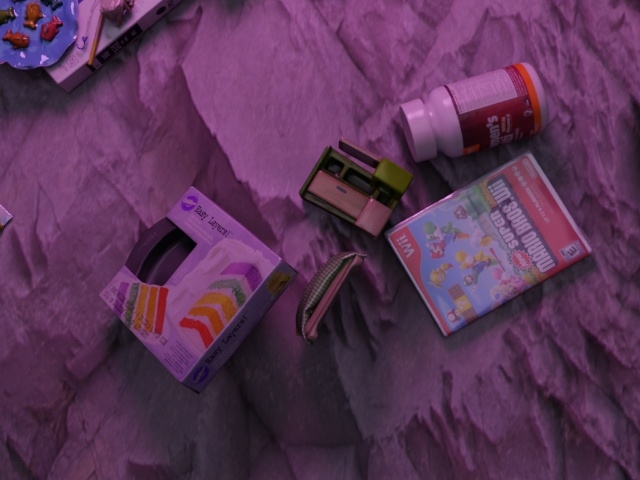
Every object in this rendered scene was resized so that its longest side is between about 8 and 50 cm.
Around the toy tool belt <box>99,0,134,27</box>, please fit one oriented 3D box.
[{"bbox_3d":[-0.338,-0.405,1.458,0.052,0.051,0.083,10,71,19],"label":"toy tool belt"}]

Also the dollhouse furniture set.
[{"bbox_3d":[0.000,0.000,1.373,0.151,0.197,0.301,31,85,3],"label":"dollhouse furniture set"}]

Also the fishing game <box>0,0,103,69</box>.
[{"bbox_3d":[-0.497,-0.378,1.452,0.264,0.041,0.189,17,83,-2],"label":"fishing game"}]

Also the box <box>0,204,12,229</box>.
[{"bbox_3d":[-0.629,-0.014,1.481,0.109,0.042,0.178,44,87,6],"label":"box"}]

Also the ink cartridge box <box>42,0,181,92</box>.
[{"bbox_3d":[-0.369,-0.425,1.510,0.333,0.065,0.165,-39,83,-1],"label":"ink cartridge box"}]

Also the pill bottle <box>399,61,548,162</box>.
[{"bbox_3d":[0.250,-0.206,1.427,0.221,0.121,0.121,-17,83,0],"label":"pill bottle"}]

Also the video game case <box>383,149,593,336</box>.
[{"bbox_3d":[0.278,0.004,1.449,0.285,0.025,0.204,-30,83,-1],"label":"video game case"}]

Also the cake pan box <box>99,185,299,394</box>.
[{"bbox_3d":[-0.201,0.069,1.387,0.245,0.070,0.267,-48,53,-4],"label":"cake pan box"}]
